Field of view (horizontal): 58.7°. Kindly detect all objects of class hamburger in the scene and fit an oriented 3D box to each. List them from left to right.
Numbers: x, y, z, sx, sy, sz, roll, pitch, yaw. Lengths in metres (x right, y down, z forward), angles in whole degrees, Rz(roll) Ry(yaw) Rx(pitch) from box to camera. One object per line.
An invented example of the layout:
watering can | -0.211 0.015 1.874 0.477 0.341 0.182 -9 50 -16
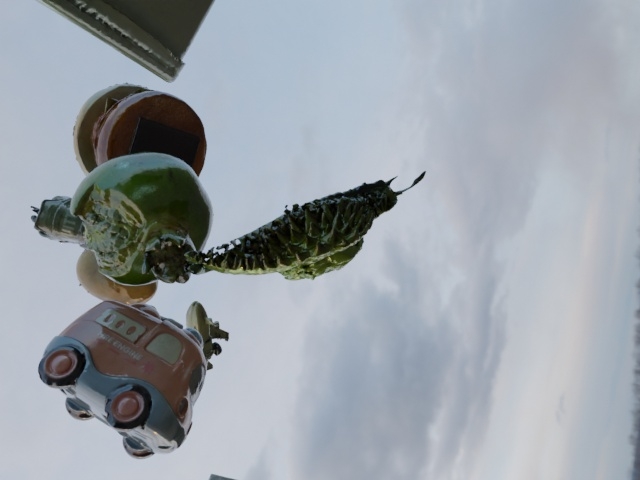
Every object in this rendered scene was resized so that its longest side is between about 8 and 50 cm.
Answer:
hamburger | -0.421 -0.225 1.331 0.291 0.225 0.290 -17 -65 -41

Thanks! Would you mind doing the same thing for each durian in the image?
durian | -0.002 -0.007 0.809 0.375 0.106 0.132 -20 -25 -18

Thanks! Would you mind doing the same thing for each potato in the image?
potato | -0.528 0.092 1.476 0.146 0.234 0.150 -54 -28 -33

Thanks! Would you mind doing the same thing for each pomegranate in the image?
pomegranate | -0.273 -0.024 0.937 0.236 0.302 0.235 -16 -61 -32

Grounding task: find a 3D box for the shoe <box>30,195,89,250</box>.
shoe | -0.558 -0.048 1.252 0.149 0.293 0.109 20 -98 -23

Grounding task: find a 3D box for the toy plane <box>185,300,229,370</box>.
toy plane | -0.332 0.280 1.560 0.242 0.104 0.256 -30 -38 -49

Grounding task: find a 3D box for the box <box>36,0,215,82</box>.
box | -0.203 -0.396 0.610 0.343 0.178 0.352 -58 -8 5

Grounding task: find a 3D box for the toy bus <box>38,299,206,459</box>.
toy bus | -0.330 0.231 1.011 0.232 0.288 0.194 -56 -14 -36

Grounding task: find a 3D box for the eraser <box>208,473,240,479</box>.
eraser | -0.063 0.620 1.251 0.096 0.404 0.098 -81 10 -49
